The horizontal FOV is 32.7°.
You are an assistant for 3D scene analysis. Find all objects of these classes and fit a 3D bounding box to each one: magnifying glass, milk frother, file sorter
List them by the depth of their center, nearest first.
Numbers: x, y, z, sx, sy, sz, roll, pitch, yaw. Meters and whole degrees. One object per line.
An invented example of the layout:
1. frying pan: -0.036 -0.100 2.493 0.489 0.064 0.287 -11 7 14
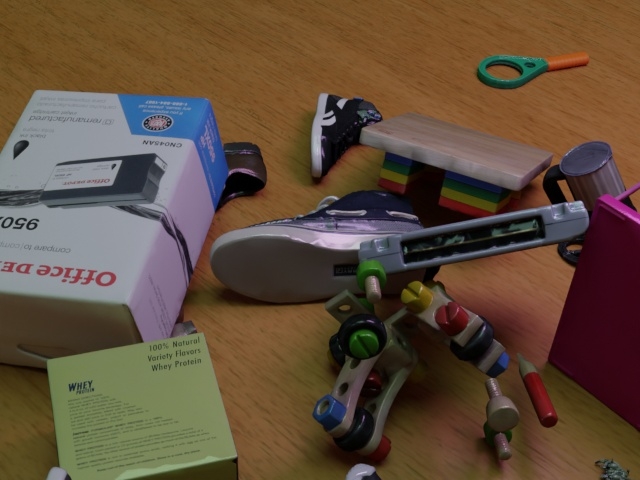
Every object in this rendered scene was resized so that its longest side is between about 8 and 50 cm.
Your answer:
1. file sorter: 0.464 0.078 1.444 0.182 0.290 0.202 -26 49 -33
2. milk frother: 0.416 -0.055 1.702 0.129 0.134 0.143 -19 33 22
3. magnifying glass: 0.412 -0.336 2.108 0.231 0.026 0.092 -13 44 -15

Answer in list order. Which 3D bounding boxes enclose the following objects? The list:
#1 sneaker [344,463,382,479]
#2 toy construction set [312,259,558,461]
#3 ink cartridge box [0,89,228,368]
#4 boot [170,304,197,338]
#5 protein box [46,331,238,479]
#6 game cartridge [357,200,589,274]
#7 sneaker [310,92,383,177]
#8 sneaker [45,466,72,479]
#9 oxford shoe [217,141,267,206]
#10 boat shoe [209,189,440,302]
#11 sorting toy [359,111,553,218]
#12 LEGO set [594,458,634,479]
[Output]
1. sneaker: 0.077 0.381 1.218 0.153 0.101 0.268 9 47 5
2. toy construction set: 0.139 0.140 1.429 0.309 0.257 0.237 18 26 -14
3. ink cartridge box: -0.324 -0.021 1.539 0.285 0.166 0.395 4 49 12
4. boot: -0.230 0.118 1.536 0.087 0.042 0.118 -21 43 -19
5. protein box: -0.215 0.243 1.321 0.200 0.136 0.201 -9 43 -13
6. game cartridge: 0.207 0.000 1.465 0.294 0.060 0.196 -11 1 10
7. sneaker: 0.048 -0.184 1.866 0.121 0.079 0.217 4 40 3
8. sneaker: -0.239 0.388 1.132 0.147 0.104 0.295 4 72 -9
9. oxford shoe: -0.194 -0.097 1.753 0.227 0.083 0.096 -12 52 -12
10. boat shoe: 0.000 0.000 1.639 0.341 0.127 0.158 3 34 -12
11. sorting toy: 0.215 -0.117 1.742 0.257 0.089 0.255 18 19 18
12. LEGO set: 0.381 0.303 1.379 0.083 0.023 0.054 27 46 25
